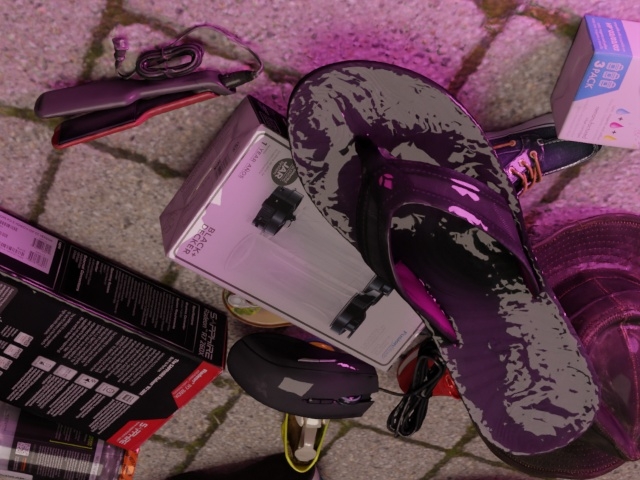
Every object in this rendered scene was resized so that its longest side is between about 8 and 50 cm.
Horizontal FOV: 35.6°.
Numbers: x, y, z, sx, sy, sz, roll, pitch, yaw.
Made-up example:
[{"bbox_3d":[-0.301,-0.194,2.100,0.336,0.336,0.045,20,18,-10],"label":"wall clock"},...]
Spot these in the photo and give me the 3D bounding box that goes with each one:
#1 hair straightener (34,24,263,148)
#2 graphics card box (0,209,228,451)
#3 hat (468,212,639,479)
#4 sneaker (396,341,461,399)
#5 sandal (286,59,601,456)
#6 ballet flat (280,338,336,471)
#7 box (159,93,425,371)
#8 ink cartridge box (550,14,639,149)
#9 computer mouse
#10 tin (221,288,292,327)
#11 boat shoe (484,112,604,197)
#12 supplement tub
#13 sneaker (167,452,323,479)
[{"bbox_3d":[-0.168,-0.151,0.950,0.231,0.047,0.089,-10,135,12],"label":"hair straightener"},{"bbox_3d":[-0.324,0.108,1.190,0.371,0.094,0.233,27,131,-25],"label":"graphics card box"},{"bbox_3d":[0.320,0.145,1.086,0.332,0.134,0.331,-5,111,-14],"label":"hat"},{"bbox_3d":[0.194,0.176,1.218,0.221,0.128,0.087,-26,130,25],"label":"sneaker"},{"bbox_3d":[0.132,0.022,0.924,0.168,0.107,0.445,-34,104,9],"label":"sandal"},{"bbox_3d":[-0.013,0.227,1.314,0.077,0.077,0.231,6,135,-4],"label":"ballet flat"},{"bbox_3d":[0.000,0.000,1.035,0.290,0.087,0.169,29,107,-25],"label":"box"},{"bbox_3d":[0.321,-0.140,0.936,0.182,0.061,0.104,7,136,-6],"label":"ink cartridge box"},{"bbox_3d":[0.026,0.153,1.190,0.262,0.060,0.184,19,123,-8],"label":"computer mouse"},{"bbox_3d":[-0.021,0.051,1.163,0.190,0.040,0.106,-8,131,9],"label":"tin"},{"bbox_3d":[0.197,-0.070,0.996,0.184,0.083,0.065,-10,135,11],"label":"boat shoe"},{"bbox_3d":[-0.341,0.272,1.342,0.191,0.117,0.117,13,135,-11],"label":"supplement tub"},{"bbox_3d":[-0.115,0.424,1.496,0.296,0.123,0.178,-15,124,15],"label":"sneaker"}]
